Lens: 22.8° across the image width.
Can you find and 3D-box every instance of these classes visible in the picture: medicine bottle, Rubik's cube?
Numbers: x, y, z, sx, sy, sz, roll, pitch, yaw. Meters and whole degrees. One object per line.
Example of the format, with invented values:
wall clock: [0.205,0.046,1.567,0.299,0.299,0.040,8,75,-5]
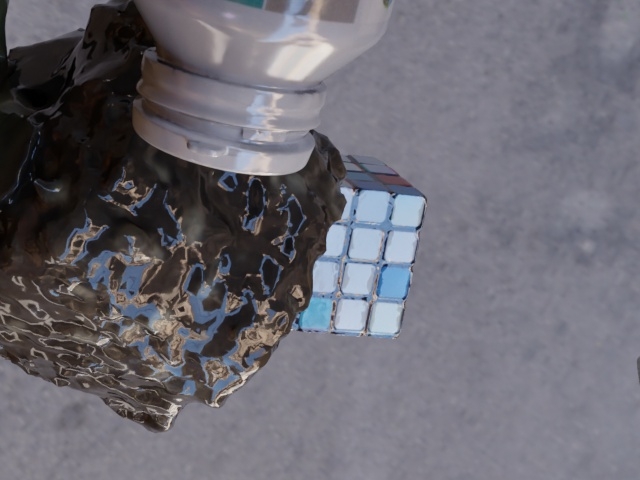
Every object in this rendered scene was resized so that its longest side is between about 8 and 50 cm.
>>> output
medicine bottle: [-0.025,-0.146,0.763,0.135,0.135,0.215,1,112,-37]
Rubik's cube: [0.000,0.000,1.590,0.155,0.151,0.154,4,105,-19]

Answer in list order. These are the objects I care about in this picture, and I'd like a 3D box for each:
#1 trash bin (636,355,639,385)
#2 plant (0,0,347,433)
trash bin: [0.268,0.059,1.014,0.059,0.116,0.130,43,105,-1]
plant: [-0.156,-0.045,0.922,0.312,0.213,0.215,31,55,-23]
